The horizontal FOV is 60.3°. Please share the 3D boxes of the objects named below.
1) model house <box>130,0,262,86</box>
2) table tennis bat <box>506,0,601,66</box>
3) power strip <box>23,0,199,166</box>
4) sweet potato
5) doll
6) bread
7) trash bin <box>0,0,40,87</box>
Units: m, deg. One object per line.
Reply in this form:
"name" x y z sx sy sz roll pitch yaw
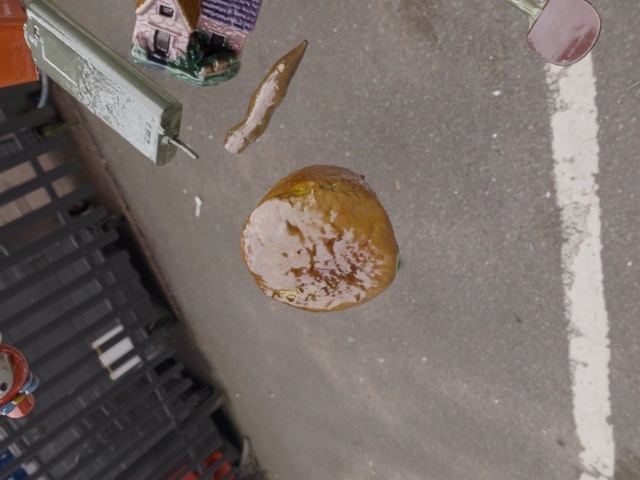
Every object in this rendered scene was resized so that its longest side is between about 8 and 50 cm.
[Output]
"model house" -0.245 -0.465 1.098 0.237 0.202 0.237 18 155 -14
"table tennis bat" 0.500 -0.483 1.209 0.246 0.022 0.138 52 128 29
"power strip" -0.240 -0.173 0.637 0.268 0.034 0.092 39 140 10
"sweet potato" -0.110 -0.287 1.130 0.281 0.067 0.059 -46 70 37
"doll" -0.631 0.256 1.027 0.130 0.161 0.290 51 152 38
"bread" 0.000 0.005 1.061 0.312 0.172 0.312 0 128 0
"trash bin" -0.566 -0.314 0.826 0.161 0.238 0.184 55 146 28
